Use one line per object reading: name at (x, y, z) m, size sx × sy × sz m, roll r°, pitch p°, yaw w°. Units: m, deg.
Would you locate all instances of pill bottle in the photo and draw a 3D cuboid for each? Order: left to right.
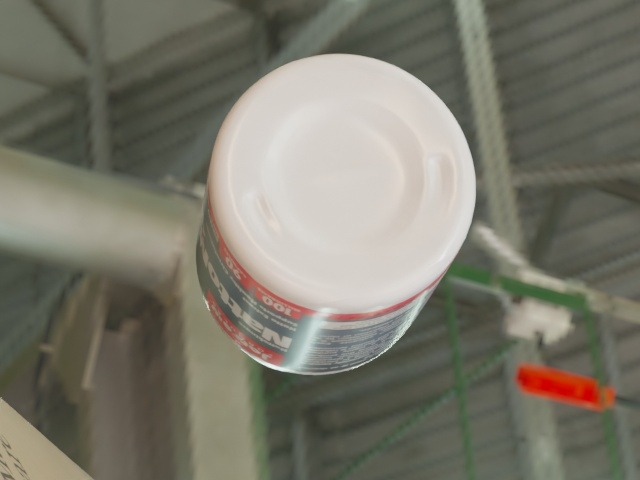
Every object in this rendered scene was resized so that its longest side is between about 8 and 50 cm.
pill bottle at (0.000, 0.000, 0.857) m, size 0.180 × 0.108 × 0.108 m, roll 110°, pitch -15°, yaw -72°

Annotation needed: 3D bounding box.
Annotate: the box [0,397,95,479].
box at (-0.154, 0.116, 0.689) m, size 0.121 × 0.311 × 0.148 m, roll -38°, pitch -127°, yaw -1°
